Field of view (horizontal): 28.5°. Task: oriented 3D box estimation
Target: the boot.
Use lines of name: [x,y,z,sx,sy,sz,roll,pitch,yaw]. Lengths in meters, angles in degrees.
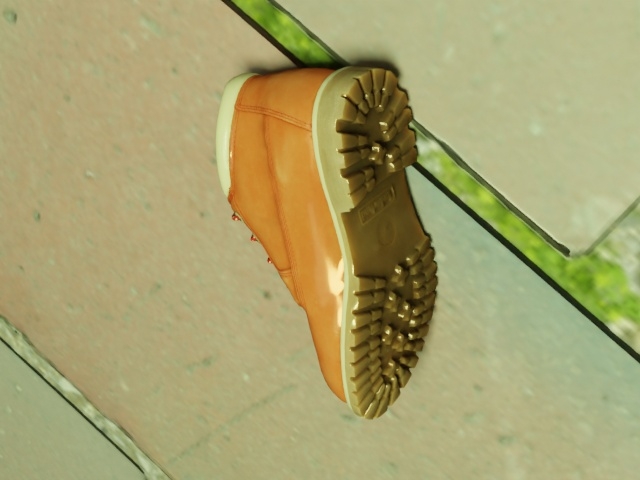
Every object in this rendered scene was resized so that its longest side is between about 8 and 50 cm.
boot: [0.000,0.000,0.541,0.084,0.059,0.158,10,118,37]
